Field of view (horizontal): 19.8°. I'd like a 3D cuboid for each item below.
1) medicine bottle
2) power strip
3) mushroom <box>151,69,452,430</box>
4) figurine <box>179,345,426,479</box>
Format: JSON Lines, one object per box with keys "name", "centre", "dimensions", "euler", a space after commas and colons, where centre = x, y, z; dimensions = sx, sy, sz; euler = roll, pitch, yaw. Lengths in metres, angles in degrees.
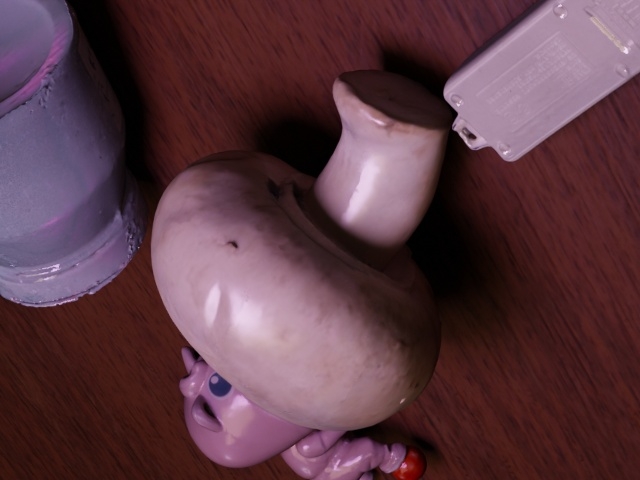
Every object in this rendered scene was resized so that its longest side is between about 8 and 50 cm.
{"name": "medicine bottle", "centre": [-0.318, -0.092, 1.917], "dimensions": [0.245, 0.245, 0.290], "euler": [14, 145, 30]}
{"name": "power strip", "centre": [0.222, -0.168, 1.533], "dimensions": [0.098, 0.058, 0.338], "euler": [45, 143, -6]}
{"name": "mushroom", "centre": [-0.024, 0.027, 1.746], "dimensions": [0.315, 0.315, 0.356], "euler": [24, 151, 20]}
{"name": "figurine", "centre": [-0.022, 0.193, 2.063], "dimensions": [0.287, 0.176, 0.186], "euler": [33, 103, -17]}
